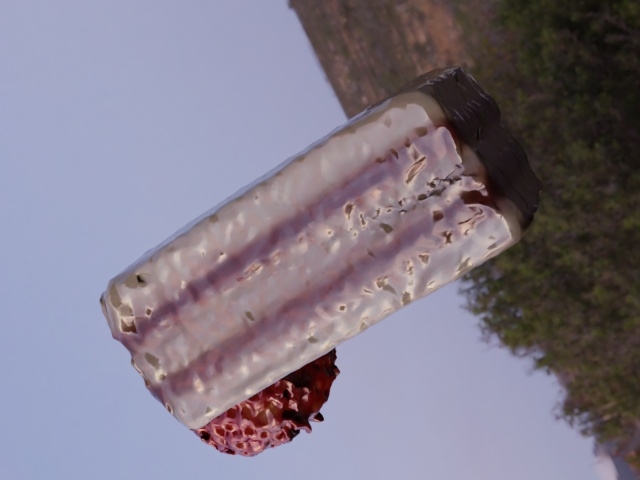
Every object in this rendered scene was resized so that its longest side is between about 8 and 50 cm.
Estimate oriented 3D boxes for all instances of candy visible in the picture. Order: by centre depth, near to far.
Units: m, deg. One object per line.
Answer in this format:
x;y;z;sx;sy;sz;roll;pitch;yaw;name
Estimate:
0.000;0.000;0.786;0.135;0.320;0.179;55;-156;-4;candy

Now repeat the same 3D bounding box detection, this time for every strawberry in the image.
-0.103;0.110;1.142;0.244;0.205;0.205;58;-166;-34;strawberry
